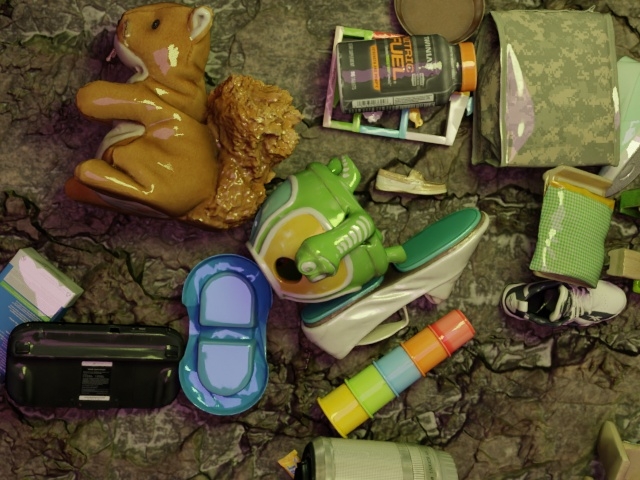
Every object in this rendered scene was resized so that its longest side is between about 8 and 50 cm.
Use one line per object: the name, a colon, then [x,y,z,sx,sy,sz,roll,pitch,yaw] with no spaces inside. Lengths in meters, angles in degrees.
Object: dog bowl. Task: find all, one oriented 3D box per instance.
dog bowl: [-0.175,0.172,1.796,0.165,0.074,0.297,3,92,-1]

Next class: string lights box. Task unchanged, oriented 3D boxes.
string lights box: [-0.579,0.154,1.785,0.133,0.077,0.260,40,91,-2]

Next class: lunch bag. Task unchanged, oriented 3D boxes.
lunch bag: [0.401,-0.275,1.729,0.235,0.169,0.287,-2,97,-12]

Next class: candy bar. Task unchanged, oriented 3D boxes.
candy bar: [-0.017,0.473,1.839,0.040,0.018,0.161,-38,92,1]

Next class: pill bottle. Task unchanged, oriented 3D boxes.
pill bottle: [0.153,-0.300,1.715,0.245,0.130,0.131,-5,93,2]

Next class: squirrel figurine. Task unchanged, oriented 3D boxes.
squirrel figurine: [-0.236,-0.222,1.711,0.396,0.281,0.371,15,81,-10]

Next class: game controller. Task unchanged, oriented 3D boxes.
game controller: [-0.412,0.233,1.767,0.319,0.067,0.167,4,115,-15]

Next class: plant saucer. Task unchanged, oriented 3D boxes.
plant saucer: [0.219,-0.434,1.784,0.168,0.029,0.169,1,79,-3]

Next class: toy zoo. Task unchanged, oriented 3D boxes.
toy zoo: [0.160,-0.286,1.803,0.293,0.030,0.193,7,92,-2]

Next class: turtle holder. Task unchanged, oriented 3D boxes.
turtle holder: [0.005,0.010,1.669,0.227,0.320,0.243,-32,128,-5]

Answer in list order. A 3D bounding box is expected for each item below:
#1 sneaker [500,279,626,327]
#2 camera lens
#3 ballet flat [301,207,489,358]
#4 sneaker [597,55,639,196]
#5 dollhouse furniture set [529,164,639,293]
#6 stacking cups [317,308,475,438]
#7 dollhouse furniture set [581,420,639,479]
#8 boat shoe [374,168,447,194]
sneaker: [0.459,0.117,1.764,0.234,0.153,0.094,7,94,-1]
camera lens: [0.092,0.472,1.733,0.274,0.219,0.220,6,92,-8]
ballet flat: [0.153,0.087,1.784,0.400,0.139,0.139,-32,93,5]
sneaker: [0.554,-0.216,1.799,0.151,0.094,0.256,41,116,33]
dollhouse furniture set: [0.536,-0.013,1.688,0.301,0.151,0.198,12,81,-30]
stacking cups: [0.146,0.242,1.792,0.316,0.096,0.096,-36,93,1]
dollhouse furniture set: [0.703,0.376,1.785,0.361,0.256,0.394,11,113,-1]
boat shoe: [0.171,-0.111,1.801,0.135,0.050,0.045,5,98,-1]
